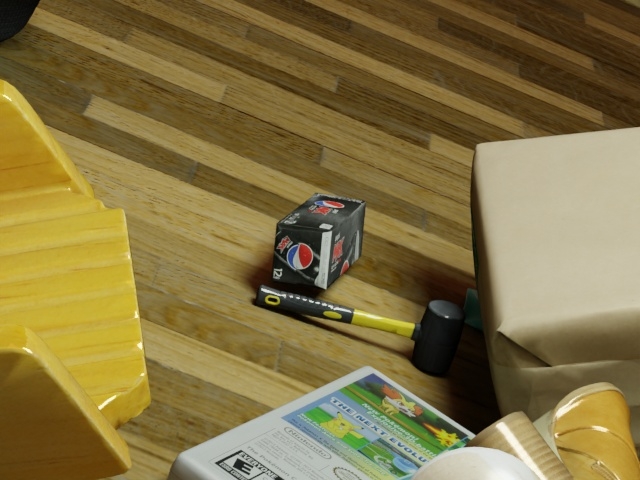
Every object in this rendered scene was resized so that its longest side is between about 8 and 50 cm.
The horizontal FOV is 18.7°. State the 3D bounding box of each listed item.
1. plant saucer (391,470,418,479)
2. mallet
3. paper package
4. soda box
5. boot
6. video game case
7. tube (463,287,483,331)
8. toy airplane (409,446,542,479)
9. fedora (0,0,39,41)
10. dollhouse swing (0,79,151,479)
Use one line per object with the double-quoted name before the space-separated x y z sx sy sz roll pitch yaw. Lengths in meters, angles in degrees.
"plant saucer" 0.113 0.196 1.494 0.067 0.018 0.192 36 24 27
"mallet" 0.039 0.062 1.748 0.189 0.062 0.039 20 22 -9
"paper package" 0.296 0.042 1.745 0.309 0.168 0.325 -5 32 3
"soda box" 0.000 0.000 1.810 0.053 0.060 0.169 8 12 11
"boot" 0.215 0.220 1.449 0.211 0.104 0.295 56 19 13
"video game case" 0.091 0.224 1.480 0.329 0.036 0.300 32 24 21
"tube" 0.237 0.096 1.900 0.207 0.052 0.080 19 17 4
"toy airplane" 0.144 0.219 1.010 0.272 0.384 0.386 50 46 6
"fedora" -0.394 -0.291 1.977 0.334 0.152 0.334 17 24 -8
"dollhouse swing" -0.295 -0.047 1.267 0.315 0.305 0.347 -10 32 -4
